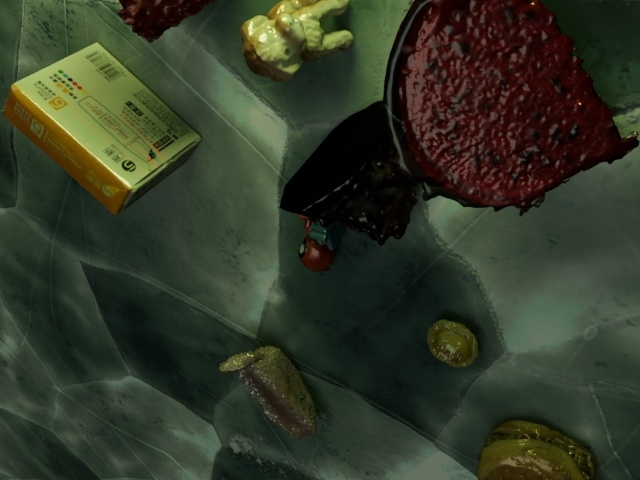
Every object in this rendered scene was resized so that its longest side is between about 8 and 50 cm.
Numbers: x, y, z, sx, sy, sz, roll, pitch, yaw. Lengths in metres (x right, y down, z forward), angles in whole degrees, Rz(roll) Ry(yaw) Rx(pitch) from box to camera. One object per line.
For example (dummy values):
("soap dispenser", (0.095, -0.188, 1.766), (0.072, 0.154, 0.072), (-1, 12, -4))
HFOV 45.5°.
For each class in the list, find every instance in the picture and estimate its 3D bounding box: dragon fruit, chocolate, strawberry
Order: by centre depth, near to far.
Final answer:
("dragon fruit", (0.209, -0.190, 1.010), (0.282, 0.100, 0.343), (-33, 107, 15))
("strawberry", (-0.214, -0.421, 1.128), (0.178, 0.234, 0.234), (-7, 123, 5))
("chocolate", (0.089, -0.075, 1.151), (0.177, 0.224, 0.206), (43, 168, -23))

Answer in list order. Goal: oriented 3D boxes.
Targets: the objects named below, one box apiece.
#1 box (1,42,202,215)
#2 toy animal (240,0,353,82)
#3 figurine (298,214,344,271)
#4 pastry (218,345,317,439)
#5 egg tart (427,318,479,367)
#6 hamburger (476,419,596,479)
("box", (-0.378, -0.200, 1.348), (0.274, 0.221, 0.091), (43, 134, 1))
("toy animal", (-0.071, -0.284, 1.098), (0.184, 0.185, 0.104), (3, 126, 33))
("figurine", (0.000, 0.000, 1.359), (0.075, 0.068, 0.140), (18, 138, 17))
("pastry", (-0.097, 0.311, 1.638), (0.103, 0.112, 0.265), (-19, 123, 35))
("egg tart", (0.237, 0.178, 1.352), (0.105, 0.039, 0.105), (18, 131, 22))
("hamburger", (0.390, 0.424, 1.399), (0.214, 0.108, 0.213), (15, 131, 18))
